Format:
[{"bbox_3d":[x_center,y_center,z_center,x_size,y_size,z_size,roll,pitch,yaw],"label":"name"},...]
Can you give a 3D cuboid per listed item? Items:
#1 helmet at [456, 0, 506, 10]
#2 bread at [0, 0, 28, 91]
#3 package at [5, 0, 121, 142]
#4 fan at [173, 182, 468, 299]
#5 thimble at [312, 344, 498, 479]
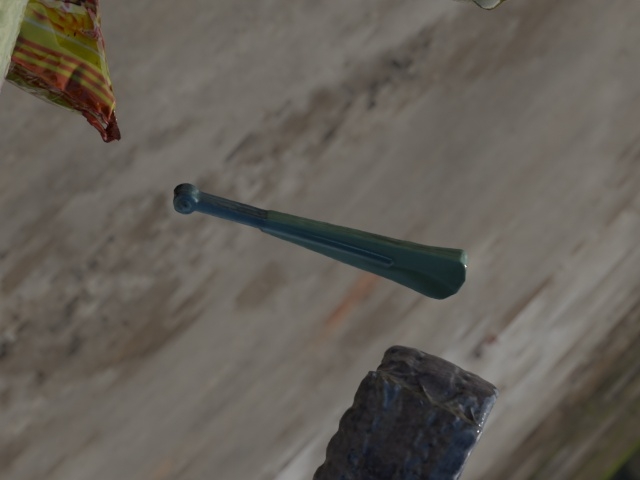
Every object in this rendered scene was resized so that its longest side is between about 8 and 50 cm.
[{"bbox_3d":[0.120,-0.265,1.450,0.257,0.205,0.140,85,28,-58],"label":"helmet"},{"bbox_3d":[-0.291,-0.154,1.233,0.187,0.155,0.338,11,102,-44],"label":"bread"},{"bbox_3d":[-0.259,-0.218,1.538,0.108,0.223,0.288,-38,-142,30],"label":"package"},{"bbox_3d":[0.000,0.000,1.164,0.016,0.193,0.038,-91,-160,-55],"label":"fan"},{"bbox_3d":[0.063,0.158,1.418,0.150,0.097,0.150,-60,171,-15],"label":"thimble"}]
